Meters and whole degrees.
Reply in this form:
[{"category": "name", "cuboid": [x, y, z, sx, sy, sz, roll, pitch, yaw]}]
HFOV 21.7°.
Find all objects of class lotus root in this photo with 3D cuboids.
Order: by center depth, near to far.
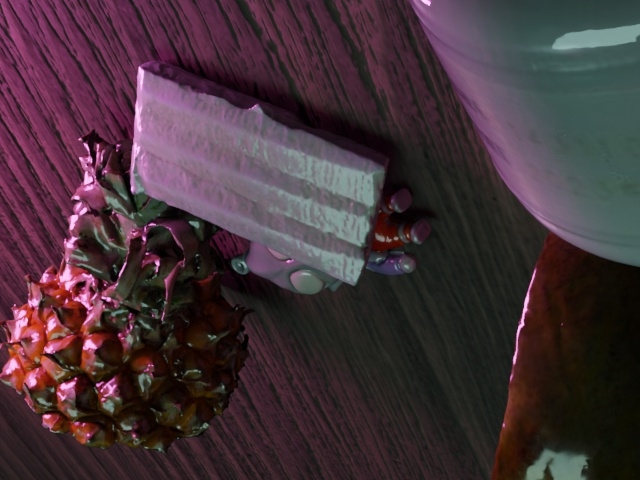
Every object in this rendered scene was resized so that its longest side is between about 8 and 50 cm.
[{"category": "lotus root", "cuboid": [0.227, 0.103, 1.136, 0.149, 0.260, 0.267, 13, 149, 34]}]

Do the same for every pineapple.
[{"category": "pineapple", "cuboid": [-0.175, 0.021, 1.552, 0.262, 0.262, 0.272, 26, 137, 14]}]

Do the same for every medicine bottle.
[{"category": "medicine bottle", "cuboid": [0.151, -0.162, 0.765, 0.245, 0.245, 0.306, 10, 147, 39]}]

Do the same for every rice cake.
[{"category": "rice cake", "cuboid": [-0.055, -0.059, 1.369, 0.237, 0.043, 0.127, 21, 118, 20]}]

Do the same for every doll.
[{"category": "doll", "cuboid": [0.000, 0.000, 1.436, 0.227, 0.075, 0.102, -14, 113, 43]}]
